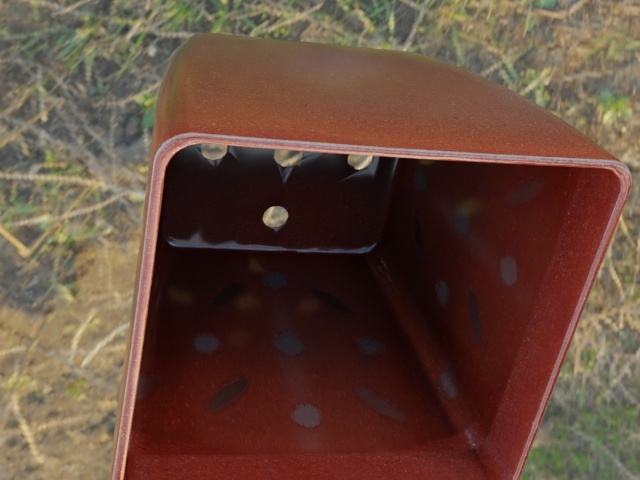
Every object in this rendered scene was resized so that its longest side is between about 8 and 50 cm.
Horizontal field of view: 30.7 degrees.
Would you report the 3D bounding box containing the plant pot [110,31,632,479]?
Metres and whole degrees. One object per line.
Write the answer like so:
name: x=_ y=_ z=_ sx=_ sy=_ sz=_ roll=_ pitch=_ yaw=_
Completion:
plant pot: x=0.000 y=0.000 z=0.768 sx=0.267 sy=0.235 sz=0.267 roll=3 pitch=122 yaw=-16
